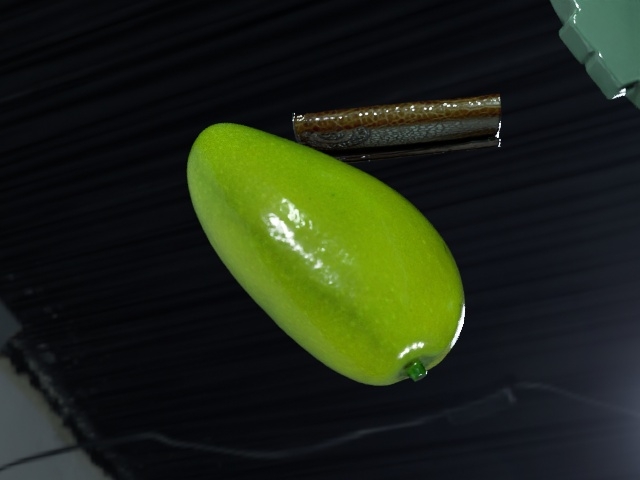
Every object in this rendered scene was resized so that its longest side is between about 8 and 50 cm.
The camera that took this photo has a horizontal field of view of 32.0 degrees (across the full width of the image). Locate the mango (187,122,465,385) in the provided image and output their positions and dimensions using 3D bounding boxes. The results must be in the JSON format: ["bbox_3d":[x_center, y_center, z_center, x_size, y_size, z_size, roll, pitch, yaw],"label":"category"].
[{"bbox_3d":[0.000,0.000,1.136,0.343,0.156,0.192,43,50,10],"label":"mango"}]

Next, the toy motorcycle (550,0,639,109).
[{"bbox_3d":[0.246,-0.066,0.503,0.326,0.200,0.191,56,-12,8],"label":"toy motorcycle"}]

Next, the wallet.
[{"bbox_3d":[0.094,-0.127,1.338,0.133,0.243,0.039,68,18,-73],"label":"wallet"}]
